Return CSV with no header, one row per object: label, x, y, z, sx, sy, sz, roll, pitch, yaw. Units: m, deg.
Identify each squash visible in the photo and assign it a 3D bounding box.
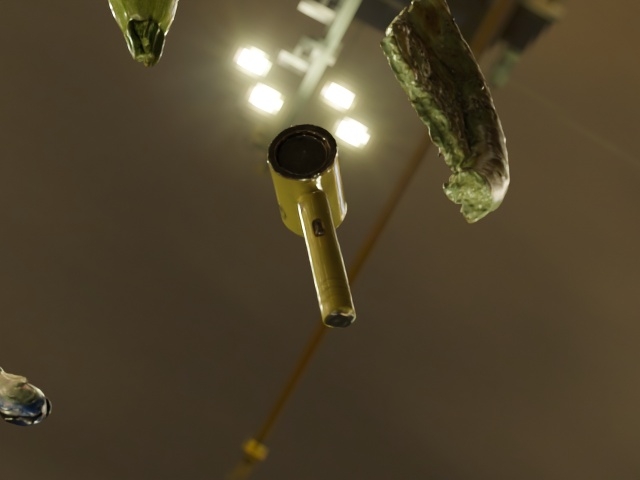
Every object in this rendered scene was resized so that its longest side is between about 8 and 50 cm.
squash,-0.206,-0.323,2.087,0.094,0.094,0.341,12,-134,-37

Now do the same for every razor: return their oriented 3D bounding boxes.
razor,-0.306,0.118,1.658,0.093,0.056,0.324,-20,-168,-23

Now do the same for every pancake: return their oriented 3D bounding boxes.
pancake,0.132,-0.158,1.929,0.197,0.054,0.376,36,-152,-41

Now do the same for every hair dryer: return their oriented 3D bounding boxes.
hair dryer,0.000,0.000,2.325,0.090,0.135,0.278,-11,-129,-2
